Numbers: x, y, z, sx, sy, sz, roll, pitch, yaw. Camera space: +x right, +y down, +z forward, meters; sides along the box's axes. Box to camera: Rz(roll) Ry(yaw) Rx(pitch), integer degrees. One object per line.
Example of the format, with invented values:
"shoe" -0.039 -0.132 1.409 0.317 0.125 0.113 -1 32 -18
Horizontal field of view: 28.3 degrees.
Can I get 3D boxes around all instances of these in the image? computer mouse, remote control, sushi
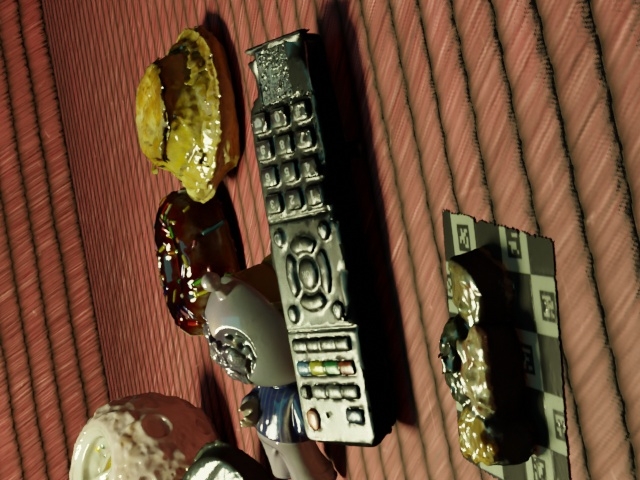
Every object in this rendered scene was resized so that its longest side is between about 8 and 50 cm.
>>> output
"computer mouse" -0.095 0.407 1.699 0.168 0.087 0.295 -50 59 28
"remote control" 0.000 0.000 1.239 0.144 0.062 0.399 -8 92 57
"sushi" 0.116 0.094 0.967 0.192 0.050 0.215 -158 61 -70

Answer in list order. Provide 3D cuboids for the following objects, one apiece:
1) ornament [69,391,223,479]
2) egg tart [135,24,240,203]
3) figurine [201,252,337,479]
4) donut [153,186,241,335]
"ornament" -0.259 0.364 1.980 0.259 0.225 0.259 -24 60 50
"egg tart" -0.182 -0.166 1.674 0.241 0.106 0.241 175 90 -65
"figurine" -0.053 0.145 1.401 0.194 0.133 0.274 45 145 39
"donut" -0.175 0.033 1.796 0.235 0.089 0.235 169 90 -71
